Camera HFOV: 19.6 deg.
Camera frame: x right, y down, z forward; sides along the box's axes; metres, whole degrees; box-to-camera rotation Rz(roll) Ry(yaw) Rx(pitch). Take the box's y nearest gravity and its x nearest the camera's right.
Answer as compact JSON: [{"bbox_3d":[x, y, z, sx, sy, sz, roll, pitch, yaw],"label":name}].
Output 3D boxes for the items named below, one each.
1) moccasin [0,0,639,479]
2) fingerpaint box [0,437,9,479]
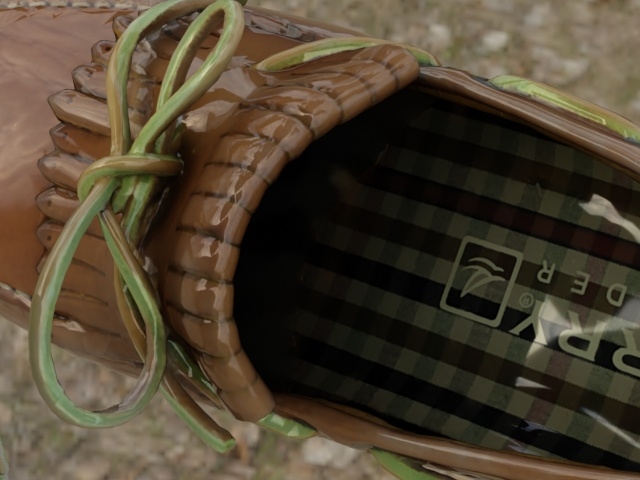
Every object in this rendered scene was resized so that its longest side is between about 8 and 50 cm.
[{"bbox_3d":[-0.001,0.003,0.537,0.380,0.139,0.147,24,0,28],"label":"moccasin"},{"bbox_3d":[-0.241,0.055,0.244,0.371,0.445,0.163,-31,74,-14],"label":"fingerpaint box"}]
